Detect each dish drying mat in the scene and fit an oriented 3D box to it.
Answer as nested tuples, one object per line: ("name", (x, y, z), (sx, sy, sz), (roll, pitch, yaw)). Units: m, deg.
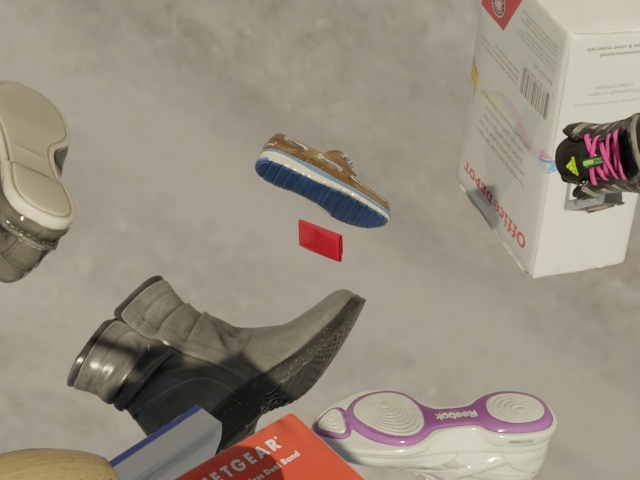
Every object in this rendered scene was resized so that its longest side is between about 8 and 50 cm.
("dish drying mat", (0.000, 0.000, 1.749), (0.008, 0.083, 0.032), (-12, 108, -30))

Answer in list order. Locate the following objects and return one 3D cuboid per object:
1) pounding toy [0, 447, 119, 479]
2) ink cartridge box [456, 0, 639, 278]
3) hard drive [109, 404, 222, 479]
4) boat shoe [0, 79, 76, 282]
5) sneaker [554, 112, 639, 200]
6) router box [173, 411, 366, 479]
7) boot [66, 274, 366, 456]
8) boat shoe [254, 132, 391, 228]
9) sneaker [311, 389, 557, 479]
("pounding toy", (-0.088, 0.123, 0.565), (0.154, 0.155, 0.269), (-6, 155, -26))
("ink cartridge box", (0.263, -0.149, 1.772), (0.131, 0.226, 0.306), (-9, 127, -16))
("hard drive", (-0.214, 0.279, 1.293), (0.040, 0.318, 0.210), (34, 124, 19))
("boat shoe", (-0.331, -0.071, 1.708), (0.112, 0.335, 0.095), (28, 109, -25))
("sneaker", (0.208, -0.058, 1.142), (0.074, 0.170, 0.063), (-10, 93, 0))
("router box", (0.019, 0.300, 0.755), (0.082, 0.301, 0.335), (-26, 147, -42))
("boot", (-0.116, 0.109, 1.860), (0.222, 0.338, 0.118), (39, 139, 14))
("boat shoe", (0.012, -0.080, 1.988), (0.183, 0.066, 0.066), (28, 147, -9))
("sneaker", (0.138, 0.267, 1.985), (0.305, 0.114, 0.152), (2, 127, -4))
